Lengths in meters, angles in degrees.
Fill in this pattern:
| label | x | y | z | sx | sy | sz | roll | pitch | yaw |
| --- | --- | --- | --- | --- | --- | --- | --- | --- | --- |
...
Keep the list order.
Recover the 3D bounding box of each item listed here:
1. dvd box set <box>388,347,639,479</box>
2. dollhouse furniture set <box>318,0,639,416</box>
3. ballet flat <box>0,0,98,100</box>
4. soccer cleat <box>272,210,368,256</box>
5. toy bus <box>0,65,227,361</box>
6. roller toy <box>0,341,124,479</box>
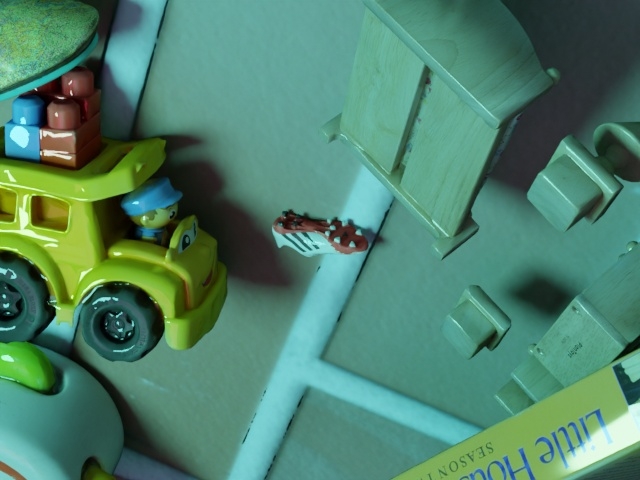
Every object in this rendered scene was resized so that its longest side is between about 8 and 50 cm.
| label | x | y | z | sx | sy | sz | roll | pitch | yaw |
| --- | --- | --- | --- | --- | --- | --- | --- | --- | --- |
| dvd box set | 0.204 | 0.163 | 0.992 | 0.420 | 0.307 | 0.062 | -35 | 66 | 35 |
| dollhouse furniture set | 0.130 | -0.076 | 0.968 | 0.355 | 0.173 | 0.303 | 48 | 157 | 15 |
| ballet flat | -0.335 | -0.146 | 1.025 | 0.348 | 0.123 | 0.123 | -12 | 121 | 29 |
| soccer cleat | 0.000 | 0.000 | 1.084 | 0.083 | 0.029 | 0.036 | 12 | 137 | 13 |
| toy bus | -0.184 | -0.030 | 1.062 | 0.220 | 0.149 | 0.212 | 11 | 112 | 8 |
| roller toy | -0.295 | 0.208 | 1.257 | 0.191 | 0.146 | 0.209 | -26 | 115 | 32 |
